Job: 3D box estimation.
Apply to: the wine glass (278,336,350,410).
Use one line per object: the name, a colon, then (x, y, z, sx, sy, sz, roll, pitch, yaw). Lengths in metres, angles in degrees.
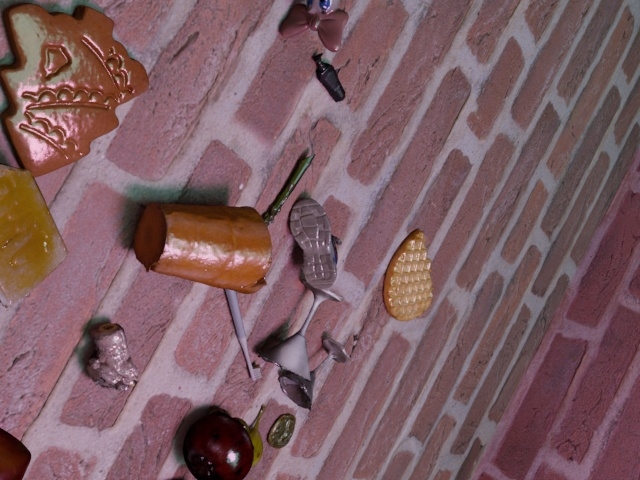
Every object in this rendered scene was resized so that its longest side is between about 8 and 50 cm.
wine glass: (-0.012, 0.355, 2.000, 0.183, 0.122, 0.122, -40, 135, -32)

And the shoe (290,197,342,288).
shoe: (-0.001, 0.000, 1.836, 0.125, 0.099, 0.228, -37, 118, -69)

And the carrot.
carrot: (-0.248, 0.017, 1.515, 0.254, 0.196, 0.196, 4, 106, -41)

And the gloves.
gloves: (-0.422, 0.239, 1.488, 0.094, 0.110, 0.144, -14, 90, -36)

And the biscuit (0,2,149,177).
biscuit: (-0.434, -0.247, 1.264, 0.284, 0.043, 0.306, 20, 94, -51)

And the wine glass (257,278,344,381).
wine glass: (-0.042, 0.225, 1.877, 0.156, 0.156, 0.232, 39, 74, -50)

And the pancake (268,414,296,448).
pancake: (-0.105, 0.530, 2.055, 0.108, 0.017, 0.108, -28, 128, -42)

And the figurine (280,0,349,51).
figurine: (0.043, -0.614, 1.538, 0.421, 0.154, 0.193, -65, 159, -7)

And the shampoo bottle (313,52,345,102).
shampoo bottle: (0.019, -0.378, 1.721, 0.048, 0.027, 0.137, -48, 138, -7)

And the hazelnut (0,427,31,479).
hazelnut: (-0.609, 0.399, 1.293, 0.208, 0.208, 0.208, -25, 126, -39)

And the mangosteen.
mangosteen: (-0.237, 0.495, 1.784, 0.199, 0.199, 0.200, -25, 126, -39)

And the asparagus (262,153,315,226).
asparagus: (-0.083, -0.110, 1.742, 0.236, 0.027, 0.034, -56, 160, -10)

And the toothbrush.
toothbrush: (-0.190, 0.216, 1.789, 0.030, 0.025, 0.342, -15, 125, -4)

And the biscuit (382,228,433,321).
biscuit: (0.269, 0.135, 2.257, 0.204, 0.040, 0.309, -38, 133, -30)

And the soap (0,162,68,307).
soap: (-0.530, -0.034, 1.212, 0.160, 0.080, 0.258, -56, 146, -42)

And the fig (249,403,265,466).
fig: (-0.169, 0.519, 1.923, 0.166, 0.093, 0.093, -44, 136, -26)
